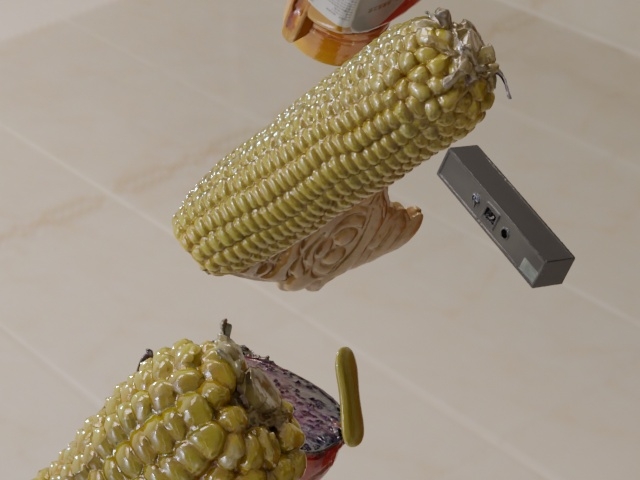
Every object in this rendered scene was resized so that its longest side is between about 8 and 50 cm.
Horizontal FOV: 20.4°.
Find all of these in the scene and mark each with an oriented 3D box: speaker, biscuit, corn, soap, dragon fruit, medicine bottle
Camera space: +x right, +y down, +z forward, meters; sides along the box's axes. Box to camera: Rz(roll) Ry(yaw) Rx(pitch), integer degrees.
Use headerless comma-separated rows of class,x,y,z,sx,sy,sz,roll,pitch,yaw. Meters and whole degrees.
speaker,0.196,-0.028,1.910,0.046,0.191,0.040,-7,-44,-35
biscuit,0.000,0.000,1.789,0.250,0.035,0.162,-9,-41,-30
corn,-0.136,0.170,0.871,0.313,0.102,0.102,-41,-41,11
corn,0.010,-0.070,1.416,0.305,0.106,0.106,-36,-36,24
soap,0.026,0.137,1.561,0.034,0.012,0.089,-12,-85,-59
dragon fruit,-0.092,0.212,1.741,0.218,0.224,0.148,-9,-60,-51
medicine bottle,0.042,-0.271,1.663,0.149,0.112,0.222,-31,-20,-34
